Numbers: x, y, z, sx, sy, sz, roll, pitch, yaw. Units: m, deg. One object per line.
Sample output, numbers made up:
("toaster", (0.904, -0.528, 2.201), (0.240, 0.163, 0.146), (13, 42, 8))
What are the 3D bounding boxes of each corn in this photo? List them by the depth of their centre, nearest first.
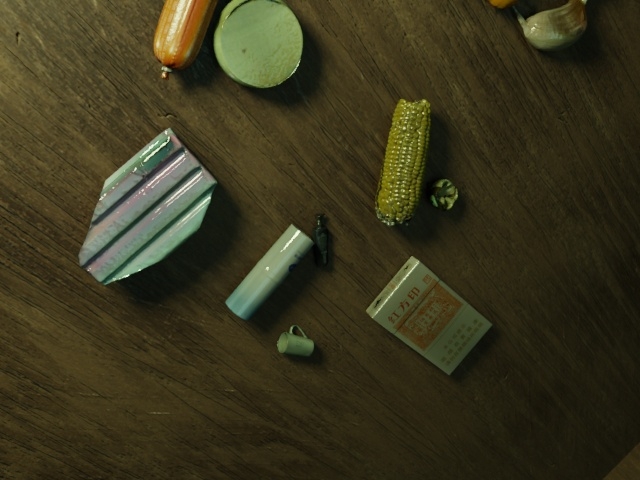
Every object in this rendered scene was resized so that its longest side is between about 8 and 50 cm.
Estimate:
("corn", (0.207, -0.186, 1.322), (0.115, 0.115, 0.317), (2, 108, -22))

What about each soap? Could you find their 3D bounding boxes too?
("soap", (-0.372, -0.059, 1.146), (0.324, 0.109, 0.193), (-42, 118, -3))

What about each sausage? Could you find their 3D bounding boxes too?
("sausage", (-0.251, -0.463, 1.052), (0.093, 0.093, 0.311), (18, 103, -26))

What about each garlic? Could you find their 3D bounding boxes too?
("garlic", (0.573, -0.538, 1.354), (0.199, 0.090, 0.128), (-14, 98, -9))

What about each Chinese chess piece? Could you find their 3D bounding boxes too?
("Chinese chess piece", (-0.129, -0.413, 1.126), (0.189, 0.083, 0.188), (-9, 115, -19))

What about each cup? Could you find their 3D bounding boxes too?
("cup", (-0.065, 0.267, 1.426), (0.083, 0.074, 0.054), (18, 139, -29))

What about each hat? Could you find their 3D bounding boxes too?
("hat", (0.313, -0.120, 1.415), (0.077, 0.059, 0.076), (42, 75, -33))

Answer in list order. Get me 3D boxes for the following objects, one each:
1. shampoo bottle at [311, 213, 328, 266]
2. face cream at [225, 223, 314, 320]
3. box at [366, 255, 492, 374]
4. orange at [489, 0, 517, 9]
("shampoo bottle", (0.000, 0.000, 1.356), (0.048, 0.027, 0.137), (-18, 116, -29))
("face cream", (-0.122, 0.077, 1.309), (0.077, 0.077, 0.250), (40, 92, -28))
("box", (0.317, 0.222, 1.546), (0.365, 0.051, 0.204), (38, 93, -28))
("orange", (0.433, -0.589, 1.273), (0.084, 0.083, 0.083), (-7, 112, -18))
